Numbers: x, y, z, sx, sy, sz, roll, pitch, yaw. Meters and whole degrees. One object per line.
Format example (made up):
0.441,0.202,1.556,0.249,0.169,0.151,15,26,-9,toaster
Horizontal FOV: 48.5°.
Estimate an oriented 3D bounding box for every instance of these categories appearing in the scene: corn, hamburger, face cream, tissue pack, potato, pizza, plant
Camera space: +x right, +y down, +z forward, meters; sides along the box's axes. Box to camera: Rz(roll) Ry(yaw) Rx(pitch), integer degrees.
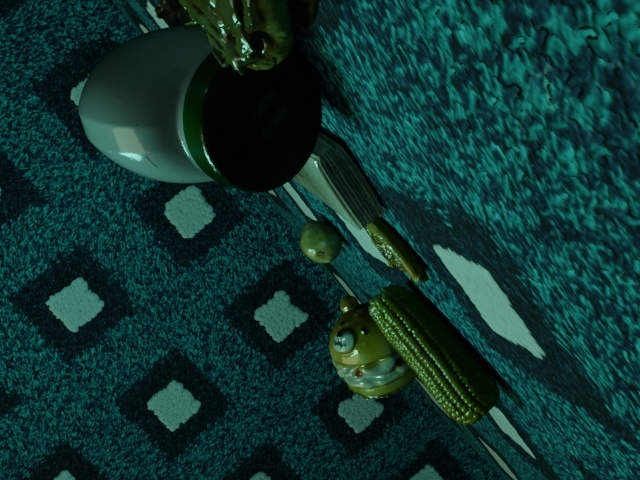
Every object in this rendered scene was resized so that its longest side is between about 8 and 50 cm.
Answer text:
0.238,0.234,1.515,0.344,0.131,0.131,50,175,22,corn
0.149,0.286,2.027,0.236,0.276,0.276,66,169,-24,hamburger
-0.190,-0.210,1.082,0.357,0.313,0.219,20,130,45,face cream
-0.016,-0.146,1.312,0.170,0.071,0.325,56,173,-34,tissue pack
0.000,0.000,2.034,0.178,0.119,0.109,-106,15,-69,potato
-0.068,-0.276,0.681,0.183,0.130,0.206,48,156,14,hamburger
0.137,0.020,1.341,0.178,0.041,0.131,49,176,13,pizza
-0.200,-0.374,1.131,0.122,0.104,0.116,41,173,-16,plant

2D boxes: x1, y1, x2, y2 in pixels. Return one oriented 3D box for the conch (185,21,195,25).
-0.210,-0.385,1.325,0.095,0.079,0.200,12,136,52,conch
